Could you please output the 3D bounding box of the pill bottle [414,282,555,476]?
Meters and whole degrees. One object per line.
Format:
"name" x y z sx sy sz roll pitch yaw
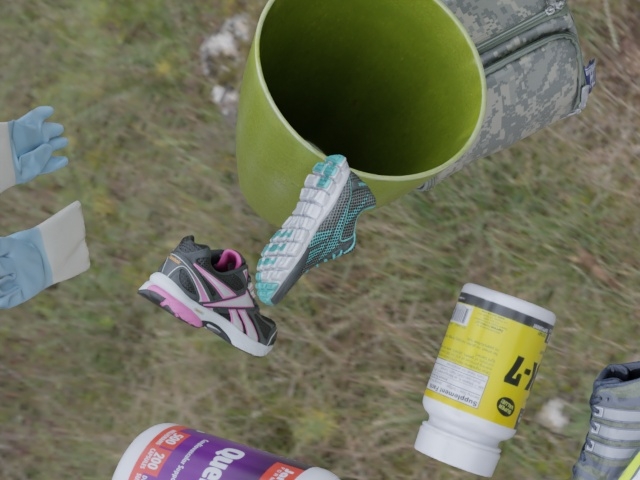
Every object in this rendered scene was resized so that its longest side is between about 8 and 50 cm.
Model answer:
"pill bottle" 0.192 0.166 1.705 0.119 0.119 0.208 19 88 33

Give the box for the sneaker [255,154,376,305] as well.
"sneaker" 0.000 0.000 1.428 0.166 0.076 0.065 -58 26 -9

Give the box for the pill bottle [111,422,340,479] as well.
"pill bottle" -0.090 0.346 1.760 0.323 0.181 0.181 12 84 27

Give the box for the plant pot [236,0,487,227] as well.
"plant pot" 0.011 -0.132 1.703 0.293 0.275 0.275 130 132 -59

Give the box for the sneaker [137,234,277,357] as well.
"sneaker" -0.084 0.050 1.306 0.072 0.178 0.077 30 87 31

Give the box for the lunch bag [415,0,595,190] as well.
"lunch bag" 0.192 -0.232 1.895 0.305 0.256 0.212 -29 21 -17

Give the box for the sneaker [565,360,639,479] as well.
"sneaker" 0.333 0.206 1.581 0.121 0.111 0.300 45 115 7

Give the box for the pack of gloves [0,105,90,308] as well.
"pack of gloves" -0.327 -0.038 1.529 0.046 0.232 0.195 -5 100 17
